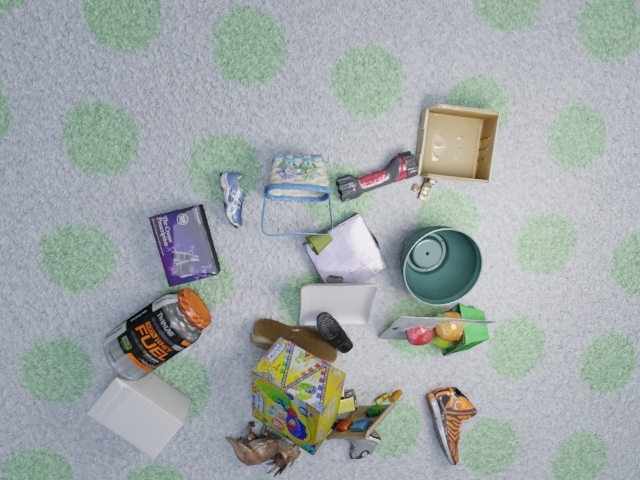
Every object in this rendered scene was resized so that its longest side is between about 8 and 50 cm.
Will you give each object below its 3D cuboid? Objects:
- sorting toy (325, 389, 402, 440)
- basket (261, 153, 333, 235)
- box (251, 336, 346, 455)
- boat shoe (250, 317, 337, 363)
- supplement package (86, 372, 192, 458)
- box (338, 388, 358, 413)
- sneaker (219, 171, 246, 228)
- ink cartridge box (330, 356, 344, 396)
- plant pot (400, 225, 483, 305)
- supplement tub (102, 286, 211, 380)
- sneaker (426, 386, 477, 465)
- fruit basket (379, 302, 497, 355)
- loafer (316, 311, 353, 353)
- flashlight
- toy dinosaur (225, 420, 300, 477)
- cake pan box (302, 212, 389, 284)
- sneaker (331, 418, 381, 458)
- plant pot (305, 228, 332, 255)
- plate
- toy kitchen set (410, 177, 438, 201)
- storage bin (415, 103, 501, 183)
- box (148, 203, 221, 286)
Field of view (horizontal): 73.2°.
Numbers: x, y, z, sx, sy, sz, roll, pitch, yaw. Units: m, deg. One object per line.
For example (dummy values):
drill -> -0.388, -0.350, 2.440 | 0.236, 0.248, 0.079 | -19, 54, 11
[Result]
sorting toy -> 0.179, 0.663, 1.663 | 0.229, 0.307, 0.041 | -29, 86, 42
basket -> -0.087, -0.159, 1.543 | 0.254, 0.201, 0.289 | -2, 87, -7
box -> -0.084, 0.551, 1.535 | 0.279, 0.177, 0.290 | 23, 131, 22
boat shoe -> -0.103, 0.402, 1.668 | 0.340, 0.122, 0.110 | 22, 131, -5
supplement package -> -0.657, 0.616, 1.593 | 0.293, 0.177, 0.175 | 39, 91, -8
box -> 0.028, 0.652, 1.717 | 0.232, 0.087, 0.058 | -10, 96, -4
sneaker -> -0.312, -0.149, 1.583 | 0.081, 0.080, 0.211 | -10, 99, -1
ink cartridge box -> 0.036, 0.528, 1.680 | 0.092, 0.143, 0.090 | -5, 115, -5
plant pot -> 0.425, 0.071, 1.619 | 0.292, 0.196, 0.293 | -2, 106, -7
supplement tub -> -0.578, 0.328, 1.551 | 0.338, 0.207, 0.207 | -35, 99, -1
sneaker -> 0.561, 0.754, 1.764 | 0.180, 0.124, 0.321 | -16, 98, -3
fruit basket -> 0.428, 0.325, 1.628 | 0.352, 0.327, 0.166 | 8, 63, -3
loafer -> 0.044, 0.349, 1.660 | 0.080, 0.078, 0.220 | -35, 120, -3
flashlight -> 0.209, -0.244, 1.618 | 0.303, 0.103, 0.103 | -17, 72, -3
toy dinosaur -> -0.232, 0.835, 1.698 | 0.295, 0.127, 0.201 | -5, 104, 0
cake pan box -> 0.101, 0.056, 1.659 | 0.266, 0.070, 0.246 | -31, 101, -1
sneaker -> 0.125, 0.819, 1.748 | 0.228, 0.086, 0.132 | 22, 97, -9
plant pot -> 0.000, 0.000, 1.577 | 0.079, 0.083, 0.083 | -34, 99, -14
plate -> 0.060, 0.234, 1.620 | 0.277, 0.045, 0.278 | 0, 140, -5
toy kitchen set -> 0.394, -0.199, 1.653 | 0.068, 0.075, 0.083 | 18, 95, -7
storage bin -> 0.507, -0.358, 1.621 | 0.260, 0.123, 0.263 | 5, 97, -7
box -> -0.490, 0.016, 1.576 | 0.184, 0.103, 0.261 | -15, 98, -7
